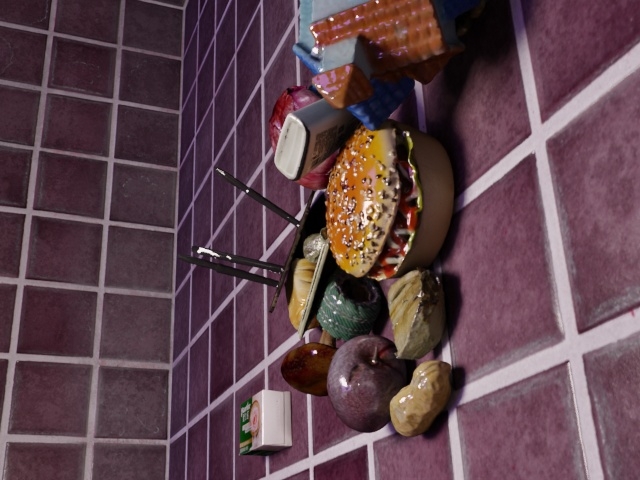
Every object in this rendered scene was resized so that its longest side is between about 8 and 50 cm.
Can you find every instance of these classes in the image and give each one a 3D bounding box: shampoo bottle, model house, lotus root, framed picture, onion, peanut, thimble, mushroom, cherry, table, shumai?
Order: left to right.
[{"bbox_3d":[-0.190,0.014,1.965,0.317,0.249,0.318,-160,90,-88],"label":"table"},{"bbox_3d":[-0.058,-0.249,1.892,0.284,0.120,0.227,59,151,36],"label":"onion"},{"bbox_3d":[0.000,0.000,1.815,0.082,0.083,0.080,33,144,27],"label":"shumai"},{"bbox_3d":[0.016,0.054,1.658,0.273,0.016,0.217,-53,-19,-67],"label":"framed picture"},{"bbox_3d":[0.019,0.203,1.679,0.227,0.148,0.218,-33,34,52],"label":"mushroom"},{"bbox_3d":[0.033,-0.228,1.492,0.071,0.284,0.153,38,143,14],"label":"shampoo bottle"},{"bbox_3d":[0.056,0.124,1.577,0.135,0.118,0.090,-83,15,-60],"label":"thimble"},{"bbox_3d":[0.080,0.252,1.436,0.176,0.139,0.176,11,-90,-90],"label":"cherry"},{"bbox_3d":[0.113,-0.314,1.295,0.294,0.252,0.329,-14,51,25],"label":"model house"},{"bbox_3d":[0.160,0.256,1.312,0.080,0.080,0.175,-105,28,-44],"label":"peanut"},{"bbox_3d":[0.170,0.113,1.350,0.144,0.070,0.143,116,158,-51],"label":"lotus root"}]

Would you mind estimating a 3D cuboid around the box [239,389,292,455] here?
[{"bbox_3d":[-0.139,0.459,2.033,0.199,0.081,0.135,138,135,-57],"label":"box"}]

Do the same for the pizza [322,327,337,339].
[{"bbox_3d":[0.018,0.190,1.782,0.078,0.025,0.083,129,142,-50],"label":"pizza"}]

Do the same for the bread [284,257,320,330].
[{"bbox_3d":[-0.032,0.122,1.850,0.119,0.084,0.177,121,149,-51],"label":"bread"}]

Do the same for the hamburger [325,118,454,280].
[{"bbox_3d":[0.106,-0.074,1.430,0.300,0.176,0.301,-174,90,-71],"label":"hamburger"}]

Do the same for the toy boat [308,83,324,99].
[{"bbox_3d":[0.010,-0.360,1.913,0.185,0.075,0.077,128,142,-62],"label":"toy boat"}]
